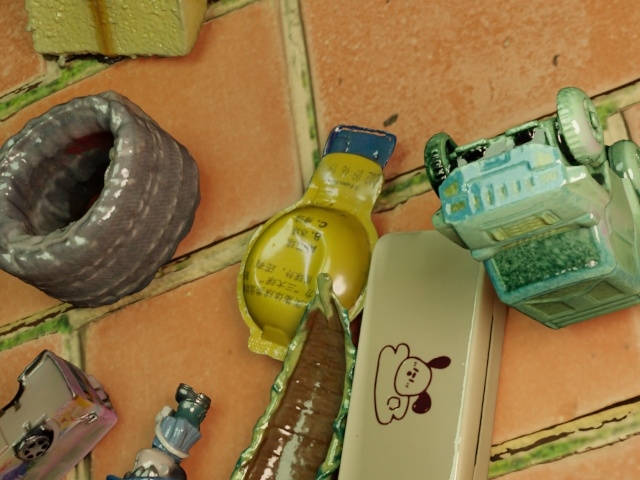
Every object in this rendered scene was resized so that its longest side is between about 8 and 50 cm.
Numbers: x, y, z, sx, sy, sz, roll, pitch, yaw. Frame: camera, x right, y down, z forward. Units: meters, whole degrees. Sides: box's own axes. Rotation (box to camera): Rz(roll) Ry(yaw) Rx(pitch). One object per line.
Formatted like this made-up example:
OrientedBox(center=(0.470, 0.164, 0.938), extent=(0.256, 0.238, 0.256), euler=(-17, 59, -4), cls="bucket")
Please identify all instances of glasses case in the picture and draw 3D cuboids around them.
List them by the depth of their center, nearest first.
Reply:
OrientedBox(center=(0.101, 0.144, 1.594), extent=(0.131, 0.070, 0.313), euler=(-3, 67, 31), cls="glasses case")

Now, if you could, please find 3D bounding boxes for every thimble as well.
OrientedBox(center=(-0.256, -0.044, 1.846), extent=(0.205, 0.172, 0.236), euler=(37, 92, 35), cls="thimble")

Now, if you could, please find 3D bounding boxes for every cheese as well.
OrientedBox(center=(0.000, 0.000, 1.725), extent=(0.177, 0.069, 0.270), euler=(13, 74, 35), cls="cheese")

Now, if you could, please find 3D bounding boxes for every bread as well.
OrientedBox(center=(-0.247, -0.319, 2.011), extent=(0.266, 0.142, 0.178), euler=(6, 56, 32), cls="bread")

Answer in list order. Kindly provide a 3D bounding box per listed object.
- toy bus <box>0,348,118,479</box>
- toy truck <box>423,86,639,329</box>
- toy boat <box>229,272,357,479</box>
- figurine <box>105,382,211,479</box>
OrientedBox(center=(-0.350, 0.251, 1.797), extent=(0.274, 0.112, 0.090), euler=(-45, 53, 6), cls="toy bus")
OrientedBox(center=(0.211, -0.021, 1.473), extent=(0.155, 0.279, 0.156), euler=(-19, 68, 23), cls="toy truck")
OrientedBox(center=(-0.017, 0.181, 1.637), extent=(0.108, 0.099, 0.293), euler=(16, 85, 34), cls="toy boat")
OrientedBox(center=(-0.162, 0.228, 1.724), extent=(0.087, 0.086, 0.149), euler=(30, 70, -2), cls="figurine")
